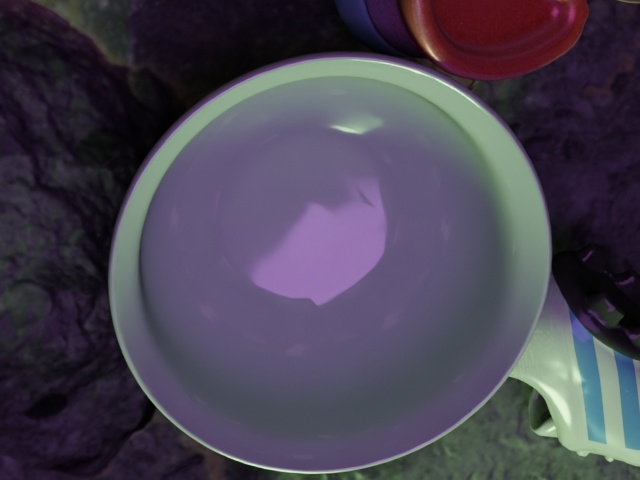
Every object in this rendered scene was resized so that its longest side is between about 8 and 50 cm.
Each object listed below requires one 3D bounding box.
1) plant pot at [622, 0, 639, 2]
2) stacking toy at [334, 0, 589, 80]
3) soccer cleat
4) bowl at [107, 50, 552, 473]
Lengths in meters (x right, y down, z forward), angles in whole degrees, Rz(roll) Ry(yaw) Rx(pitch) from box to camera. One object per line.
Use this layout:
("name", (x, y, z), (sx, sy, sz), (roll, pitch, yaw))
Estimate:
("plant pot", (0.210, -0.271, 0.932), (0.236, 0.032, 0.236), (-14, 114, -34))
("stacking toy", (0.110, -0.278, 0.960), (0.280, 0.130, 0.308), (-25, 120, -29))
("soccer cleat", (0.251, 0.126, 1.135), (0.331, 0.116, 0.143), (37, 123, -23))
("bowl", (0.000, 0.000, 1.010), (0.298, 0.134, 0.297), (-3, 112, -8))
